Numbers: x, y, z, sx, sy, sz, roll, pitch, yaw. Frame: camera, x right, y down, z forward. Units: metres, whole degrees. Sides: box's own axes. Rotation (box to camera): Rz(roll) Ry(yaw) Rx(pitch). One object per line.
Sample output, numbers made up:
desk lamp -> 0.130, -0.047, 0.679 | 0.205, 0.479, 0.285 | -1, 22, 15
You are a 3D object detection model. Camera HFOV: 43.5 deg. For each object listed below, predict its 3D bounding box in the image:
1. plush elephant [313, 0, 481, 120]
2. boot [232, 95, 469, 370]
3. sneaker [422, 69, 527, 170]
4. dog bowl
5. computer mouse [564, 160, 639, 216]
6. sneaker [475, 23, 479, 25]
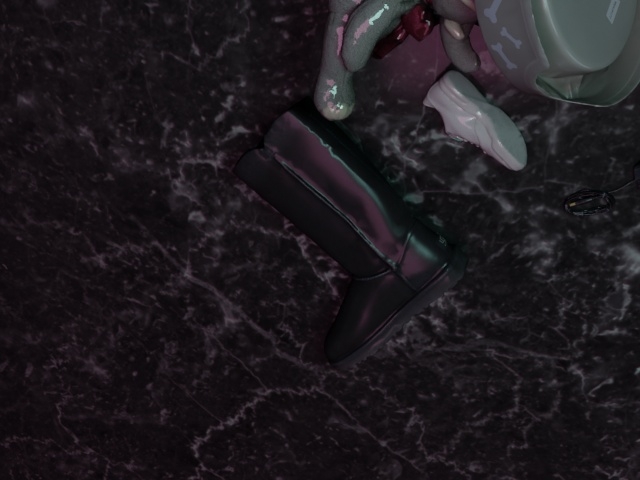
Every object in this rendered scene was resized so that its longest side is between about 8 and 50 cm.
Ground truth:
plush elephant -> 0.154, -0.354, 1.194 | 0.255, 0.272, 0.330 | 16, 134, 16
boot -> 0.001, -0.002, 1.544 | 0.445, 0.146, 0.367 | 42, 112, -11
sneaker -> 0.270, -0.195, 1.405 | 0.212, 0.080, 0.094 | 47, 133, -2
dog bowl -> 0.334, -0.351, 1.077 | 0.102, 0.348, 0.349 | 7, 124, 48
computer mouse -> 0.536, -0.096, 1.381 | 0.242, 0.041, 0.071 | -28, 107, 30
sneaker -> 0.359, -0.312, 1.288 | 0.283, 0.107, 0.124 | 15, 127, 10
